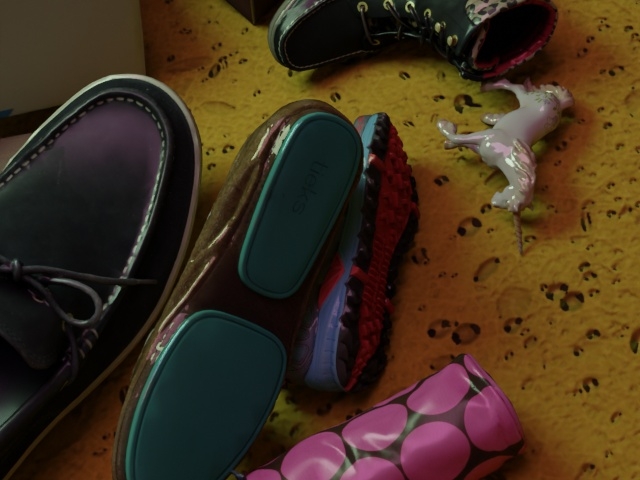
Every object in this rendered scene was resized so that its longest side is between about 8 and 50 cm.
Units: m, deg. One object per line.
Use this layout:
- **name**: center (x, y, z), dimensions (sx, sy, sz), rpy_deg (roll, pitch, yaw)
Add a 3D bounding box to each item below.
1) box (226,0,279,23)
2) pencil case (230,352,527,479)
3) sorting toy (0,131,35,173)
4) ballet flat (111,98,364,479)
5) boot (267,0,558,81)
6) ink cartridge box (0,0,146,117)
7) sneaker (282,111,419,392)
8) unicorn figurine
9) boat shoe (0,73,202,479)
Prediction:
- **box**: center (-0.056, -0.358, 1.588), dimensions (0.168, 0.167, 0.203), rpy_deg (42, 76, 14)
- **pencil case**: center (0.045, 0.163, 1.231), dimensions (0.209, 0.095, 0.098), rpy_deg (-27, 34, -2)
- **sorting toy**: center (-0.331, -0.014, 1.548), dimensions (0.196, 0.047, 0.348), rpy_deg (-6, 53, 12)
- **ballet flat**: center (-0.075, 0.048, 1.279), dimensions (0.124, 0.116, 0.342), rpy_deg (7, 74, 64)
- **boot**: center (0.080, -0.194, 1.475), dimensions (0.236, 0.085, 0.179), rpy_deg (-27, 38, -4)
- **ink cartridge box**: center (-0.370, -0.298, 1.648), dimensions (0.285, 0.166, 0.395), rpy_deg (-15, 46, -16)
- **sneaker**: center (0.000, 0.000, 1.363), dimensions (0.125, 0.104, 0.262), rpy_deg (-1, 54, 24)
- **unicorn figurine**: center (0.157, -0.083, 1.390), dimensions (0.111, 0.060, 0.162), rpy_deg (21, 67, 38)
- **boat shoe**: center (-0.258, 0.060, 1.354), dimensions (0.186, 0.156, 0.500), rpy_deg (32, 71, 9)
